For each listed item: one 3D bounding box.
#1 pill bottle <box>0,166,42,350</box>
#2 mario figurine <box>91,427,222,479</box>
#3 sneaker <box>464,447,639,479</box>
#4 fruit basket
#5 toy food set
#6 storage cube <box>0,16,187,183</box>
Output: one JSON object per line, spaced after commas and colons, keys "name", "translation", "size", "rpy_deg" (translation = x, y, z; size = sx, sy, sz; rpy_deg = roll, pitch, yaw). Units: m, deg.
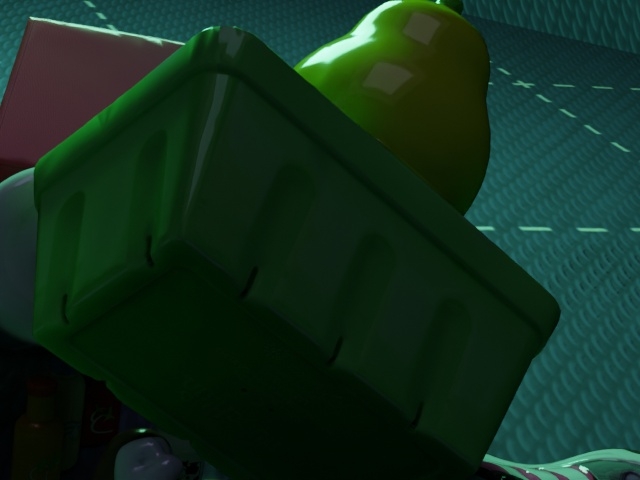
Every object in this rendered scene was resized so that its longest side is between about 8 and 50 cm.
{"name": "pill bottle", "translation": [-0.242, 0.022, 1.317], "size": [0.146, 0.146, 0.264], "rpy_deg": [2, -6, -18]}
{"name": "mario figurine", "translation": [-0.037, 0.226, 1.039], "size": [0.198, 0.170, 0.320], "rpy_deg": [0, 21, -28]}
{"name": "sneaker", "translation": [0.164, 0.225, 1.174], "size": [0.295, 0.124, 0.178], "rpy_deg": [4, 15, 9]}
{"name": "fruit basket", "translation": [-0.001, -0.018, 1.165], "size": [0.283, 0.392, 0.392], "rpy_deg": [-32, -6, 36]}
{"name": "toy food set", "translation": [-0.158, 0.142, 1.297], "size": [0.232, 0.104, 0.111], "rpy_deg": [-4, 24, -30]}
{"name": "storage cube", "translation": [-0.213, -0.080, 1.521], "size": [0.193, 0.183, 0.215], "rpy_deg": [9, 56, -1]}
